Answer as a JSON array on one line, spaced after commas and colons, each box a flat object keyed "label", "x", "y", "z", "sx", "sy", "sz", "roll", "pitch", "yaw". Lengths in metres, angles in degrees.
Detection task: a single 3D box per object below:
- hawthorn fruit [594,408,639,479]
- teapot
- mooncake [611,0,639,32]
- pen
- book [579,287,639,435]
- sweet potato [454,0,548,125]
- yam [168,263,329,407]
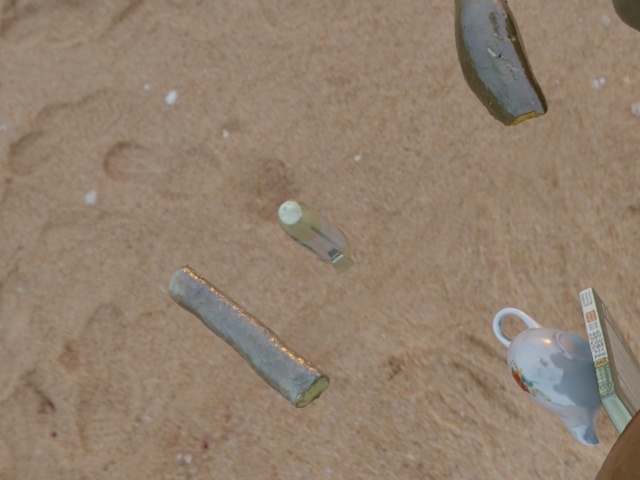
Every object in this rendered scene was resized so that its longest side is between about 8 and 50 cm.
[{"label": "hawthorn fruit", "x": 0.352, "y": 0.221, "z": 0.830, "sx": 0.267, "sy": 0.267, "sz": 0.301, "roll": 22, "pitch": 95, "yaw": 28}, {"label": "teapot", "x": 0.320, "y": 0.170, "z": 1.415, "sx": 0.226, "sy": 0.145, "sz": 0.092, "roll": 51, "pitch": 122, "yaw": 35}, {"label": "mooncake", "x": 0.517, "y": -0.303, "z": 1.154, "sx": 0.378, "sy": 0.200, "sz": 0.379, "roll": 4, "pitch": 79, "yaw": -21}, {"label": "pen", "x": 0.000, "y": 0.000, "z": 0.837, "sx": 0.032, "sy": 0.233, "sz": 0.040, "roll": -35, "pitch": 79, "yaw": 4}, {"label": "book", "x": 0.402, "y": 0.202, "z": 1.339, "sx": 0.027, "sy": 0.202, "sz": 0.264, "roll": -27, "pitch": 20, "yaw": 19}, {"label": "sweet potato", "x": 0.176, "y": -0.223, "z": 1.115, "sx": 0.077, "sy": 0.077, "sz": 0.244, "roll": -22, "pitch": 66, "yaw": 11}, {"label": "yam", "x": -0.114, "y": 0.135, "z": 1.514, "sx": 0.299, "sy": 0.066, "sz": 0.066, "roll": 38, "pitch": 84, "yaw": 26}]
